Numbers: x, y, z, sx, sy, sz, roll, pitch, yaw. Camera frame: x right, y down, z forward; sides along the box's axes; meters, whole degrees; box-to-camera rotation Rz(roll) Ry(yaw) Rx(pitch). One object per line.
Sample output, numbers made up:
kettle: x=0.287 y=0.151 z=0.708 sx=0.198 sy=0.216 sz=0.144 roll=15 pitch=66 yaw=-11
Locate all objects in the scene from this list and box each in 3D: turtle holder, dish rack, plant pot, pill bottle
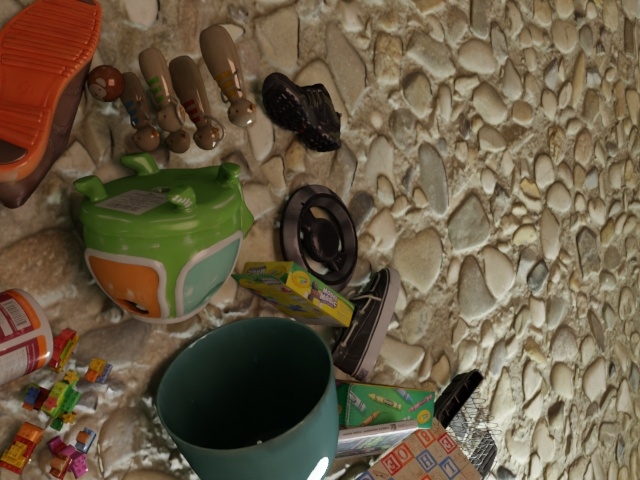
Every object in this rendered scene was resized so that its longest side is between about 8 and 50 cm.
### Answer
turtle holder: x=-0.239 y=-0.013 z=1.288 sx=0.320 sy=0.243 sz=0.227 roll=-89 pitch=178 yaw=-69
dish rack: x=0.365 y=0.477 z=1.990 sx=0.208 sy=0.074 sz=0.272 roll=-40 pitch=108 yaw=-39
plant pot: x=-0.100 y=0.312 z=1.373 sx=0.293 sy=0.293 sz=0.235 roll=-47 pitch=137 yaw=-37
pill bottle: x=-0.480 y=0.153 z=1.073 sx=0.221 sy=0.121 sz=0.121 roll=-23 pitch=106 yaw=-45

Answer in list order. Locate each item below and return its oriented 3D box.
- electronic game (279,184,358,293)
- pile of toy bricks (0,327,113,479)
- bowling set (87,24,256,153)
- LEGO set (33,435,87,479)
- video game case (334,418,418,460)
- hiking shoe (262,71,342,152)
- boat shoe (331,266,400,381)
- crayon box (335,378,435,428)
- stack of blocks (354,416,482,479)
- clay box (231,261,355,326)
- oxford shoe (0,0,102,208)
electronic game: x=0.000 y=0.000 z=1.643 sx=0.229 sy=0.048 sz=0.229 roll=12 pitch=74 yaw=-47
pile of toy bricks: x=-0.375 y=0.234 z=1.165 sx=0.105 sy=0.118 sz=0.212 roll=104 pitch=8 yaw=-65
bowling set: x=-0.248 y=-0.197 z=1.239 sx=0.199 sy=0.287 sz=0.154 roll=-19 pitch=88 yaw=-32
LEGO set: x=-0.364 y=0.418 z=1.210 sx=0.087 sy=0.093 sz=0.227 roll=-32 pitch=112 yaw=-43
video game case: x=0.077 y=0.395 z=1.584 sx=0.173 sy=0.190 sz=0.022 roll=-4 pitch=63 yaw=-21
hiking shoe: x=-0.035 y=-0.271 z=1.604 sx=0.227 sy=0.086 sz=0.114 roll=41 pitch=47 yaw=-45
boat shoe: x=0.086 y=0.155 z=1.689 sx=0.105 sy=0.113 sz=0.306 roll=26 pitch=48 yaw=-3
crayon box: x=0.084 y=0.327 z=1.640 sx=0.278 sy=0.165 sz=0.081 roll=16 pitch=77 yaw=-46
stack of blocks: x=0.196 y=0.531 z=1.752 sx=0.297 sy=0.087 sz=0.171 roll=-23 pitch=69 yaw=-44
clay box: x=-0.052 y=0.095 z=1.529 sx=0.222 sy=0.127 sz=0.053 roll=39 pitch=61 yaw=-40
oxford shoe: x=-0.410 y=-0.214 z=1.183 sx=0.130 sy=0.133 sz=0.364 roll=15 pitch=58 yaw=-1
